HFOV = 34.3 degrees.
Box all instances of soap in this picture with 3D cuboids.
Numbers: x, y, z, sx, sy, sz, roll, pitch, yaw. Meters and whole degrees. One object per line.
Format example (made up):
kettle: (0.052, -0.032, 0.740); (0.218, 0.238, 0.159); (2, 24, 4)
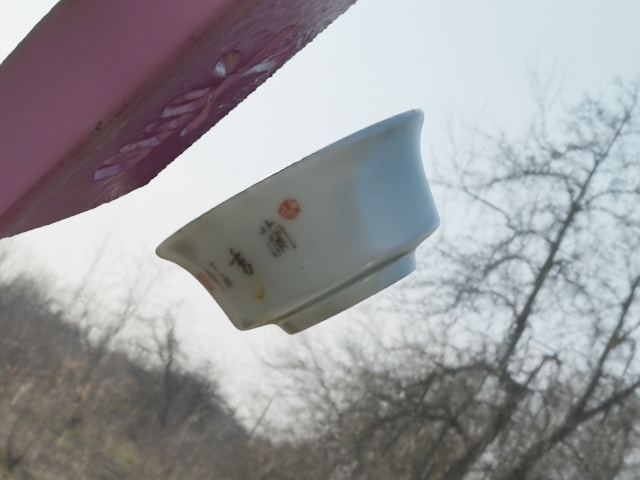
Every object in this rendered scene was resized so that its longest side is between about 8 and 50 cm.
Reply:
soap: (-0.090, -0.112, 0.615); (0.081, 0.259, 0.181); (54, 26, 2)

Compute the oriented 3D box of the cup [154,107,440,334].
cup: (0.000, 0.000, 1.197); (0.163, 0.347, 0.347); (62, -15, 0)
